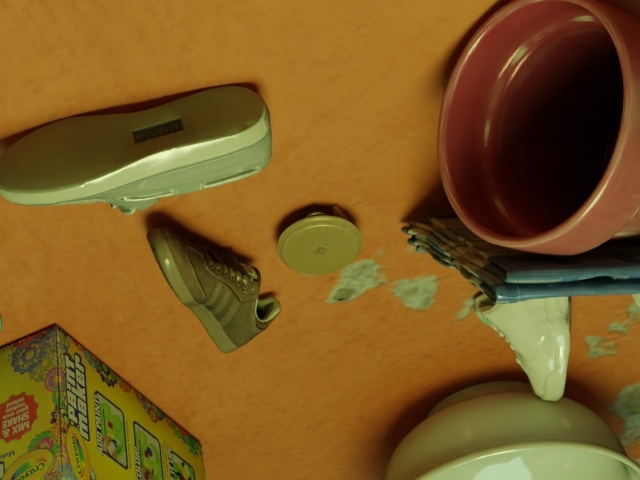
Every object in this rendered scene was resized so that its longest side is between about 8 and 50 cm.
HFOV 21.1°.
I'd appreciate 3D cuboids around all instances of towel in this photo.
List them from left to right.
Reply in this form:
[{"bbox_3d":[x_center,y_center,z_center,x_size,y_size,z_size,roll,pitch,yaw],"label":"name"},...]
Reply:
[{"bbox_3d":[0.201,0.011,1.435,0.209,0.285,0.034,-3,100,-11],"label":"towel"}]

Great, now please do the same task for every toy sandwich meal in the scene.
[{"bbox_3d":[0.000,0.000,1.537,0.085,0.029,0.085,-4,138,-3],"label":"toy sandwich meal"}]

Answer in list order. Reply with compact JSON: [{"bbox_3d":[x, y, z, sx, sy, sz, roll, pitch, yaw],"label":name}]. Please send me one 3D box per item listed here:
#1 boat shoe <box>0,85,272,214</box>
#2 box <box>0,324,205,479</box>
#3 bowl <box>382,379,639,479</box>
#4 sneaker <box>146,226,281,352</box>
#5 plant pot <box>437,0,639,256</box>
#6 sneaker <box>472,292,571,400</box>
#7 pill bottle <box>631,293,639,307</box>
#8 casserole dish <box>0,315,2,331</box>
[{"bbox_3d":[-0.147,-0.057,1.386,0.227,0.079,0.081,-14,138,0],"label":"boat shoe"},{"bbox_3d":[-0.300,0.265,1.689,0.290,0.177,0.279,-22,141,16],"label":"box"},{"bbox_3d":[0.188,0.240,1.801,0.298,0.134,0.298,-7,143,-5],"label":"bowl"},{"bbox_3d":[-0.095,0.031,1.541,0.071,0.066,0.188,-31,146,0],"label":"sneaker"},{"bbox_3d":[0.223,-0.079,1.352,0.180,0.201,0.201,13,138,-39],"label":"plant pot"},{"bbox_3d":[0.194,0.076,1.654,0.094,0.080,0.212,0,139,9],"label":"sneaker"},{"bbox_3d":[0.364,-0.012,1.527,0.117,0.117,0.215,9,139,-23],"label":"pill bottle"},{"bbox_3d":[-0.385,0.091,1.562,0.188,0.037,0.114,-3,142,-10],"label":"casserole dish"}]
